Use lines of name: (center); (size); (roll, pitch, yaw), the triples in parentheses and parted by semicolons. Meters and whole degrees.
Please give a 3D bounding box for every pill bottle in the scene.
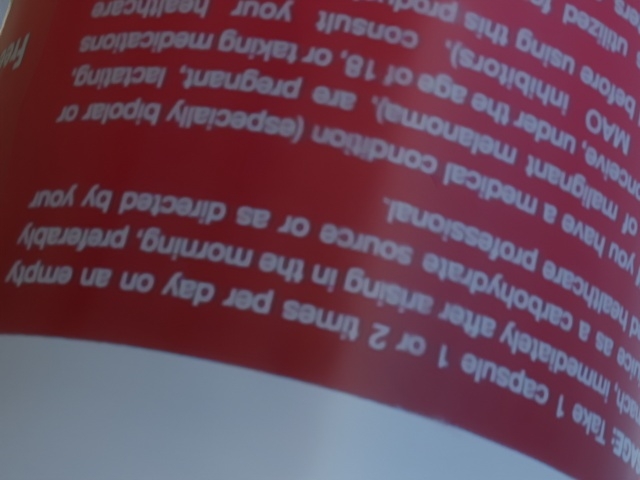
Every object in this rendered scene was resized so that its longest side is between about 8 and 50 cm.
pill bottle: (0.000, 0.000, 0.510); (0.229, 0.229, 0.407); (125, -20, -68)

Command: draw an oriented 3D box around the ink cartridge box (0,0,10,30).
ink cartridge box: (-0.102, -0.080, 1.166); (0.306, 0.131, 0.226); (-22, 107, -65)
